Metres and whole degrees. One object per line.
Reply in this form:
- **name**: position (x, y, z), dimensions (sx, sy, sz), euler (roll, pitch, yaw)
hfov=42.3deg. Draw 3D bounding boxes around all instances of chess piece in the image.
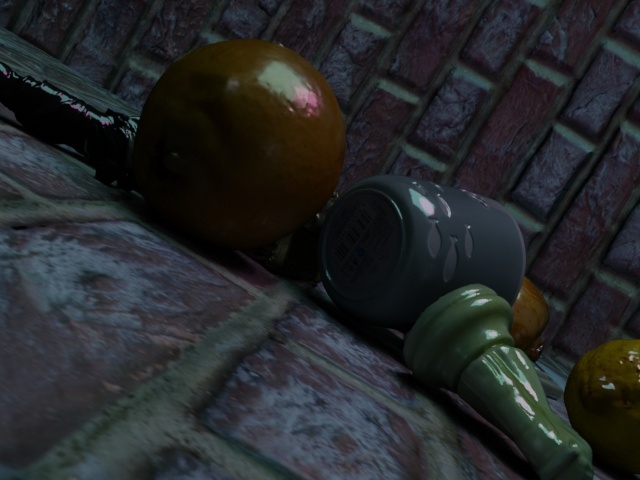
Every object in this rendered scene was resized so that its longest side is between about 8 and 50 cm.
- **chess piece**: position (0.255, 0.210, 1.103), dimensions (0.176, 0.176, 0.298), euler (26, 20, -50)

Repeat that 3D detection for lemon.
- **lemon**: position (0.566, 0.295, 1.478), dimensions (0.320, 0.245, 0.245), euler (18, 12, -43)

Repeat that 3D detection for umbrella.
- **umbrella**: position (-0.380, -0.189, 1.360), dimensions (0.358, 0.113, 0.106), euler (29, 27, -29)

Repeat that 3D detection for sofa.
- **sofa**: position (-0.076, -0.059, 1.496), dimensions (0.258, 0.182, 0.200), euler (33, 6, 26)

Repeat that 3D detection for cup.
- **cup**: position (0.166, 0.070, 1.352), dimensions (0.274, 0.259, 0.356), euler (12, 55, -43)

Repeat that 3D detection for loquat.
- **loquat**: position (-0.123, -0.146, 1.263), dimensions (0.328, 0.328, 0.328), euler (31, 4, -3)

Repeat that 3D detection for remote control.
- **remote control**: position (0.517, 0.331, 1.999), dimensions (0.090, 0.049, 0.230), euler (37, 6, 37)

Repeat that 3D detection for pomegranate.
- **pomegranate**: position (0.374, 0.170, 1.756), dimensions (0.248, 0.248, 0.248), euler (31, 4, -3)

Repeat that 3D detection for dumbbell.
- **dumbbell**: position (-0.316, -0.103, 1.298), dimensions (0.040, 0.036, 0.083), euler (33, 4, 21)

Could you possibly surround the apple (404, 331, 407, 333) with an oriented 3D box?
- **apple**: position (0.156, 0.033, 1.698), dimensions (0.258, 0.233, 0.295), euler (30, 4, -34)
